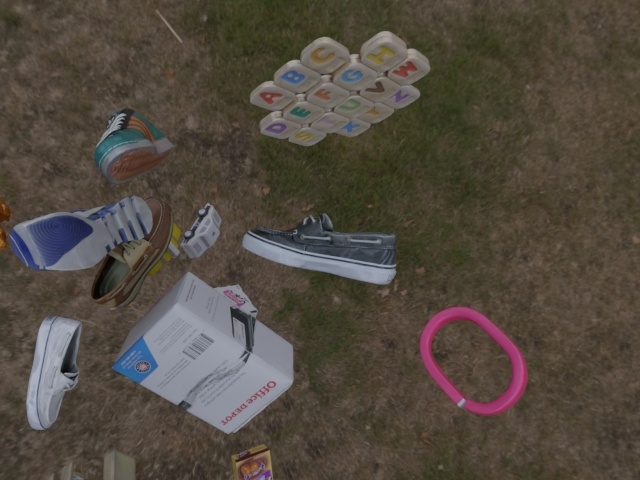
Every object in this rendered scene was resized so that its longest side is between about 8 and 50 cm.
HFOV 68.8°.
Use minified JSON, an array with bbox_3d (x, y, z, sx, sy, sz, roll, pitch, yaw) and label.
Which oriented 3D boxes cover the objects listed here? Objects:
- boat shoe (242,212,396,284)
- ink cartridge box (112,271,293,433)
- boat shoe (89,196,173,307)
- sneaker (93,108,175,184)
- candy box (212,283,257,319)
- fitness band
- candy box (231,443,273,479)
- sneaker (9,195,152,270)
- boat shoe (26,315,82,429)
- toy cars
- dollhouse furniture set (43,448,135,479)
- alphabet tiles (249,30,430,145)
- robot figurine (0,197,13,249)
[{"bbox_3d":[0.000,0.000,0.983,0.335,0.121,0.119,11,97,13],"label":"boat shoe"},{"bbox_3d":[-0.310,0.323,1.304,0.395,0.166,0.285,40,110,-21],"label":"ink cartridge box"},{"bbox_3d":[-0.504,0.036,1.243,0.123,0.120,0.324,25,90,13],"label":"boat shoe"},{"bbox_3d":[-0.389,-0.194,0.924,0.108,0.302,0.121,-44,102,6],"label":"sneaker"},{"bbox_3d":[-0.338,0.231,1.583,0.196,0.165,0.070,-5,122,-36],"label":"candy box"},{"bbox_3d":[0.378,0.297,1.183,0.209,0.291,0.054,-47,135,7],"label":"fitness band"},{"bbox_3d":[-0.200,0.727,1.407,0.109,0.053,0.186,-9,97,-29],"label":"candy box"},{"bbox_3d":[-0.547,-0.005,1.048,0.182,0.315,0.127,-12,100,25],"label":"sneaker"},{"bbox_3d":[-0.586,0.300,1.044,0.084,0.095,0.258,8,96,-3],"label":"boat shoe"},{"bbox_3d":[-0.427,-0.004,1.491,0.087,0.394,0.176,12,108,23],"label":"toy cars"},{"bbox_3d":[-0.722,0.814,1.492,0.242,0.161,0.212,-33,131,5],"label":"dollhouse furniture set"},{"bbox_3d":[0.035,-0.239,0.789,0.278,0.284,0.021,5,67,-50],"label":"alphabet tiles"},{"bbox_3d":[-0.714,-0.104,0.872,0.085,0.291,0.211,-33,43,-4],"label":"robot figurine"}]
